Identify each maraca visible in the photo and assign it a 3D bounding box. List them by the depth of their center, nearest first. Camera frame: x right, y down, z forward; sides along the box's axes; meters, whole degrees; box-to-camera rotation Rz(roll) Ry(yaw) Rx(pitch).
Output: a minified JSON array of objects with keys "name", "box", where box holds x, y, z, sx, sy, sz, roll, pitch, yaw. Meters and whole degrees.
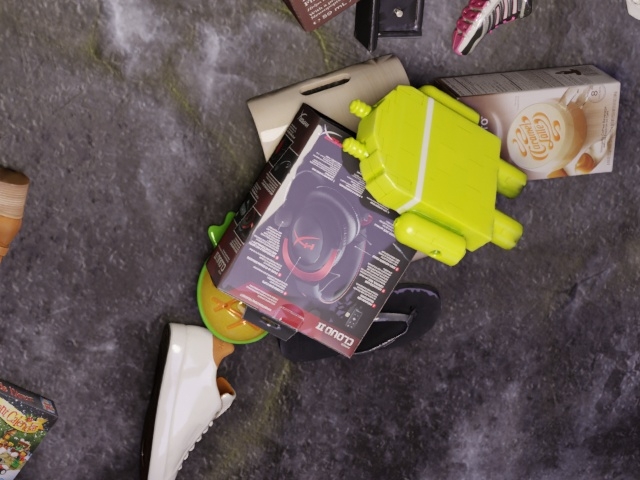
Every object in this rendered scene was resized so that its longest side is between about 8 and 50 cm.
[{"name":"maraca","box":[-0.111,0.053,1.932,0.127,0.099,0.186,4,87,-21]}]

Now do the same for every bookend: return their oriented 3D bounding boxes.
[{"name":"bookend","box":[0.132,-0.339,1.829,0.156,0.072,0.157,-3,116,-16]}]

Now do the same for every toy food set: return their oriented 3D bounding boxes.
[{"name":"toy food set","box":[0.038,-0.085,1.924,0.219,0.092,0.306,-18,111,-7]}]

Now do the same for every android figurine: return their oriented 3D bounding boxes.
[{"name":"android figurine","box":[0.147,-0.093,1.761,0.272,0.248,0.056,24,145,-24]}]

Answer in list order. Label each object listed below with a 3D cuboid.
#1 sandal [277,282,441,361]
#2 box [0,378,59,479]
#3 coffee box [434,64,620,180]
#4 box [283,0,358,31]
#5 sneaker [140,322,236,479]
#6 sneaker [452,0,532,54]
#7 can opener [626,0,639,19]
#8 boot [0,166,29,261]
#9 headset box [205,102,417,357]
[{"name":"sandal","box":[0.064,0.136,2.045,0.254,0.054,0.097,-16,118,-9]},{"name":"box","box":[-0.510,0.256,1.920,0.233,0.044,0.159,30,104,-33]},{"name":"coffee box","box":[0.289,-0.163,1.945,0.246,0.098,0.141,-7,115,-14]},{"name":"box","box":[-0.011,-0.393,1.656,0.168,0.167,0.203,-34,162,2]},{"name":"sneaker","box":[-0.190,0.265,1.999,0.123,0.106,0.290,8,111,-18]},{"name":"sneaker","box":[0.250,-0.318,1.879,0.074,0.063,0.170,33,97,-21]},{"name":"can opener","box":[0.442,-0.431,1.892,0.093,0.074,0.280,-45,128,-33]},{"name":"boot","box":[-0.489,-0.034,1.787,0.197,0.073,0.152,17,115,-18]},{"name":"headset box","box":[0.000,0.000,1.831,0.218,0.110,0.293,28,98,-20]}]
